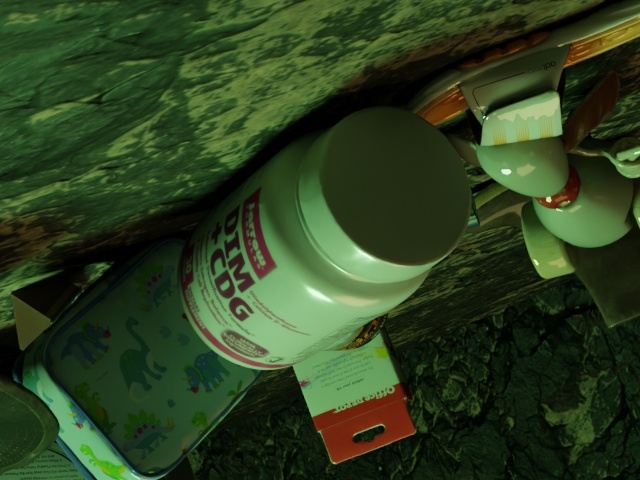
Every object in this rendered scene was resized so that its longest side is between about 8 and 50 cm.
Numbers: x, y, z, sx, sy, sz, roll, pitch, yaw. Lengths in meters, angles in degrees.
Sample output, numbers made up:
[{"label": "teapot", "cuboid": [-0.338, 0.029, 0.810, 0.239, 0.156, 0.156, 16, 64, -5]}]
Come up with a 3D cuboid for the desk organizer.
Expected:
[{"label": "desk organizer", "cuboid": [-0.261, 0.076, 1.656, 0.047, 0.050, 0.130, -53, 168, -26]}]

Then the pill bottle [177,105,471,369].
[{"label": "pill bottle", "cuboid": [0.000, 0.000, 1.446, 0.160, 0.160, 0.283, -16, 169, -30]}]

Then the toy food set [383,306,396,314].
[{"label": "toy food set", "cuboid": [0.017, 0.048, 1.691, 0.128, 0.071, 0.218, -6, 170, -36]}]

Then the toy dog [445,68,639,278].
[{"label": "toy dog", "cuboid": [0.234, -0.088, 1.636, 0.220, 0.161, 0.334, -13, 158, 0]}]

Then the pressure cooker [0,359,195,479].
[{"label": "pressure cooker", "cuboid": [-0.309, 0.344, 1.886, 0.370, 0.375, 0.420, -45, -174, 3]}]

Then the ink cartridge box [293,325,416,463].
[{"label": "ink cartridge box", "cuboid": [0.039, 0.180, 2.383, 0.134, 0.231, 0.078, -22, 171, 8]}]

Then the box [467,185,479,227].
[{"label": "box", "cuboid": [0.035, -0.018, 1.680, 0.233, 0.044, 0.159, -13, 173, 7]}]

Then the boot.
[{"label": "boot", "cuboid": [0.302, 0.006, 2.018, 0.248, 0.207, 0.090, -19, 171, -11]}]

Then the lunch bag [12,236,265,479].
[{"label": "lunch bag", "cuboid": [-0.163, 0.111, 1.589, 0.090, 0.176, 0.219, -32, -169, 50]}]

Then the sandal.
[{"label": "sandal", "cuboid": [0.193, -0.128, 1.392, 0.265, 0.076, 0.102, -23, 171, 10]}]

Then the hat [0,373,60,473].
[{"label": "hat", "cuboid": [-0.389, 0.128, 1.415, 0.331, 0.134, 0.331, -15, 152, -8]}]

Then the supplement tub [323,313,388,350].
[{"label": "supplement tub", "cuboid": [0.016, 0.076, 2.077, 0.117, 0.117, 0.190, -23, 171, 14]}]
